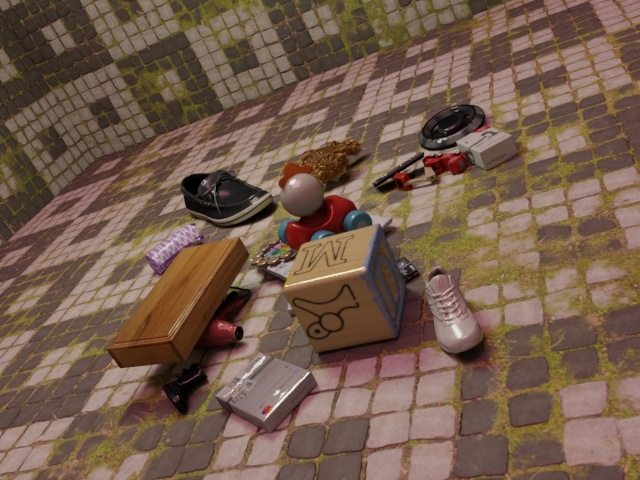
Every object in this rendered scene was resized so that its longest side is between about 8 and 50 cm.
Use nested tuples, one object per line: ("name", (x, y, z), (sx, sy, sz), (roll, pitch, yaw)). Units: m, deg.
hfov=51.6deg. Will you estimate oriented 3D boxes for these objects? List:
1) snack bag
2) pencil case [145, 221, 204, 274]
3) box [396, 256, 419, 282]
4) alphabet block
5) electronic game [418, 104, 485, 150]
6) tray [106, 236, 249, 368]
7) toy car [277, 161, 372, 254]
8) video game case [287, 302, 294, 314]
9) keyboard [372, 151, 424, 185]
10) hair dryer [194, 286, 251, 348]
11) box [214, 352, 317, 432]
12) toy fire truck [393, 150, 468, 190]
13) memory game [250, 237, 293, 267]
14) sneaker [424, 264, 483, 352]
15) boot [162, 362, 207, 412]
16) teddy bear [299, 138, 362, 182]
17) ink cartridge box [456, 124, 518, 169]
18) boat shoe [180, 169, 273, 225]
("snack bag", (0.000, 0.000, 1.849), (0.342, 0.037, 0.323), (-33, 22, -20))
("pencil case", (-0.492, 0.029, 2.249), (0.088, 0.086, 0.206), (32, 60, 34))
("box", (0.191, 0.076, 1.580), (0.067, 0.018, 0.083), (-28, 25, -2))
("alphabet block", (0.060, 0.106, 1.453), (0.197, 0.193, 0.193), (-14, 26, 22))
("electronic game", (0.428, -0.371, 2.166), (0.229, 0.048, 0.229), (-24, 32, 16))
("tray", (-0.354, 0.148, 1.703), (0.202, 0.076, 0.411), (-11, 31, 27))
("toy car", (-0.018, -0.102, 1.710), (0.210, 0.238, 0.219), (-31, 25, -21))
("video game case", (0.009, 0.101, 1.700), (0.183, 0.023, 0.201), (-20, 26, 14))
("keyboard", (0.239, -0.220, 2.039), (0.180, 0.023, 0.108), (-31, -3, 7))
("hair dryer", (-0.269, 0.195, 1.720), (0.223, 0.080, 0.293), (-31, 26, -10))
("box", (-0.117, 0.315, 1.397), (0.145, 0.038, 0.186), (-43, 29, -29))
("toy fire truck", (0.326, -0.205, 1.949), (0.192, 0.047, 0.135), (0, 37, 43))
("memory game", (-0.113, 0.020, 1.863), (0.186, 0.012, 0.186), (-23, 20, 9))
("sneaker", (0.249, 0.130, 1.309), (0.090, 0.115, 0.232), (-24, 25, 5))
("boot", (-0.306, 0.338, 1.531), (0.099, 0.045, 0.121), (-32, 25, -19))
("teddy bear", (0.026, -0.274, 2.325), (0.245, 0.113, 0.338), (-28, 17, -19))
("ink cartridge box", (0.479, -0.269, 1.907), (0.109, 0.063, 0.150), (-29, 25, -5))
("boat shoe", (-0.360, -0.166, 2.406), (0.186, 0.156, 0.500), (-39, 29, -28))
